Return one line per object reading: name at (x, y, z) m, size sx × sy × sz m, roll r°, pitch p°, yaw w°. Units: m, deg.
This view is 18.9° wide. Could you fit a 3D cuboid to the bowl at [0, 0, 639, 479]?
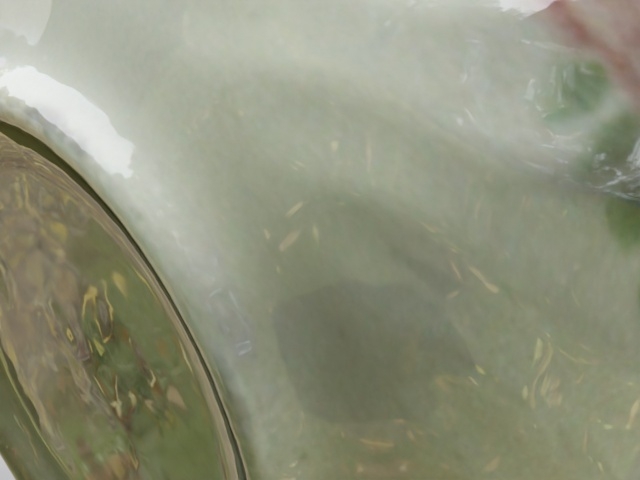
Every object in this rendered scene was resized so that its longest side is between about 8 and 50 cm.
bowl at (0.000, 0.000, 0.446) m, size 0.145 × 0.277 × 0.277 m, roll -28°, pitch 43°, yaw -29°
